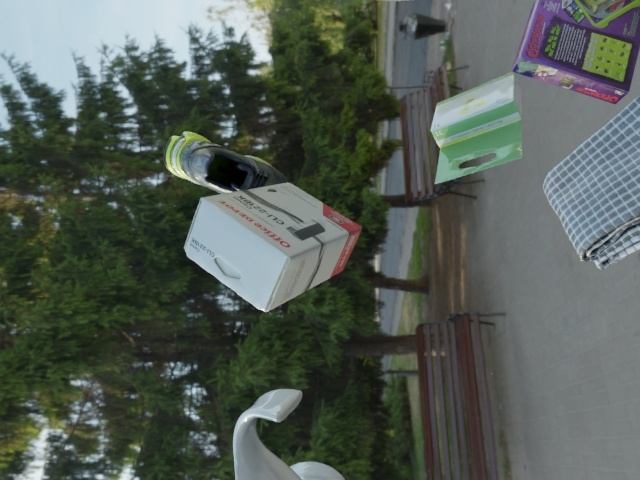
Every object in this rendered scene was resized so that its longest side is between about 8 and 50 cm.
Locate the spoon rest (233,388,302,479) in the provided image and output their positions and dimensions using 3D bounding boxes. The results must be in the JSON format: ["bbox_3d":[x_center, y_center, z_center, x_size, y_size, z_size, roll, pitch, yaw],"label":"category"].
[{"bbox_3d":[-0.059,0.314,0.604,0.137,0.084,0.276,-27,-61,-56],"label":"spoon rest"}]

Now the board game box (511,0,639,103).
[{"bbox_3d":[0.527,-0.450,0.935,0.056,0.208,0.347,103,-170,-74],"label":"board game box"}]

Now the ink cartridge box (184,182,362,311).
[{"bbox_3d":[-0.077,-0.003,0.874,0.273,0.197,0.114,-23,-39,-58],"label":"ink cartridge box"}]

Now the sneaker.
[{"bbox_3d":[-0.166,-0.126,0.973,0.300,0.121,0.111,11,-76,-50],"label":"sneaker"}]

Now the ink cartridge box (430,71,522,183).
[{"bbox_3d":[0.304,-0.225,0.934,0.056,0.171,0.235,53,-140,-29],"label":"ink cartridge box"}]

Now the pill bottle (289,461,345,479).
[{"bbox_3d":[-0.032,0.580,0.831,0.363,0.210,0.210,-68,-24,-79],"label":"pill bottle"}]

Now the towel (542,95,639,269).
[{"bbox_3d":[0.591,-0.116,0.917,0.284,0.121,0.235,-49,28,36],"label":"towel"}]
